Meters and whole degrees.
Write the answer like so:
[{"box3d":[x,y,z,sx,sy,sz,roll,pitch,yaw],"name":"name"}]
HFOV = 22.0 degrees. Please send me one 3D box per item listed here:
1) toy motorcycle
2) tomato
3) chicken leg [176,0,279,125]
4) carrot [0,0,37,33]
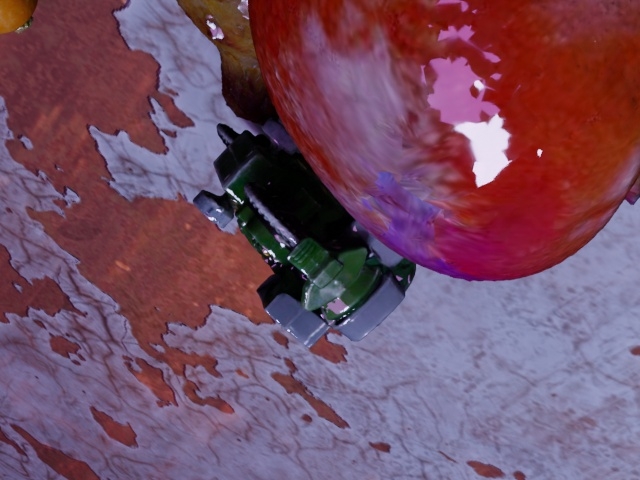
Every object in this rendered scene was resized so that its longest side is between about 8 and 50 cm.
[{"box3d":[0.000,0.000,1.186,0.187,0.125,0.274,43,-174,-16],"name":"toy motorcycle"},{"box3d":[0.062,-0.100,0.946,0.290,0.176,0.335,31,149,12],"name":"tomato"},{"box3d":[-0.089,-0.206,1.130,0.322,0.083,0.177,52,153,-22],"name":"chicken leg"},{"box3d":[-0.285,-0.249,1.253,0.067,0.067,0.225,4,135,39],"name":"carrot"}]
